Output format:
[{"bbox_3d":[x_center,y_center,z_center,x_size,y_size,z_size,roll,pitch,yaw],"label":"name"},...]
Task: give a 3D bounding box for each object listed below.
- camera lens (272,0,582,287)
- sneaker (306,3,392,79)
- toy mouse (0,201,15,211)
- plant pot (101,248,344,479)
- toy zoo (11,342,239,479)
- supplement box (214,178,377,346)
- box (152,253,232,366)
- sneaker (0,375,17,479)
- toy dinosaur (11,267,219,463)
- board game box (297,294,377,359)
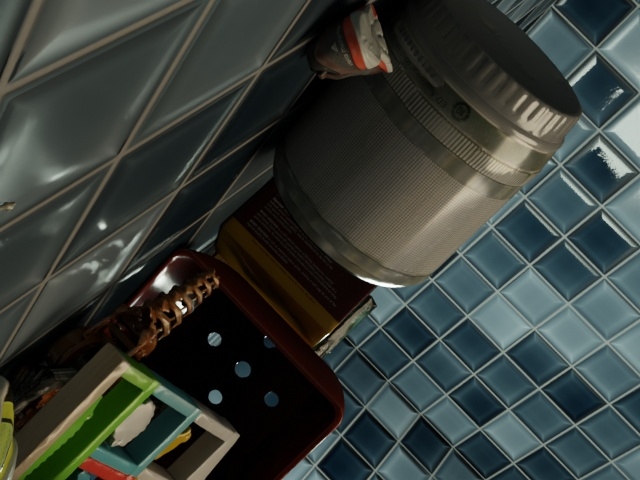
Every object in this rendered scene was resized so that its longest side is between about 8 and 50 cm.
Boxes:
[{"bbox_3d":[0.101,-0.102,1.096,0.274,0.219,0.219,-46,176,27],"label":"camera lens"},{"bbox_3d":[0.020,-0.166,0.905,0.065,0.061,0.158,-18,-178,13],"label":"sneaker"},{"bbox_3d":[-0.223,0.035,0.452,0.143,0.031,0.161,-46,176,18],"label":"toy mouse"},{"bbox_3d":[-0.127,0.182,1.306,0.267,0.267,0.236,-46,173,12],"label":"plant pot"},{"bbox_3d":[-0.197,0.228,1.061,0.192,0.030,0.293,-45,146,-4],"label":"toy zoo"},{"bbox_3d":[0.000,0.000,1.389,0.194,0.191,0.129,-44,177,-17],"label":"supplement box"},{"bbox_3d":[-0.171,0.084,1.503,0.232,0.058,0.087,-44,177,-12],"label":"box"},{"bbox_3d":[-0.283,0.144,0.540,0.385,0.145,0.147,-2,107,-82],"label":"sneaker"},{"bbox_3d":[-0.228,0.157,1.072,0.322,0.164,0.218,-23,158,-3],"label":"toy dinosaur"},{"bbox_3d":[-0.026,0.089,1.500,0.126,0.186,0.026,-43,134,-15],"label":"board game box"}]
